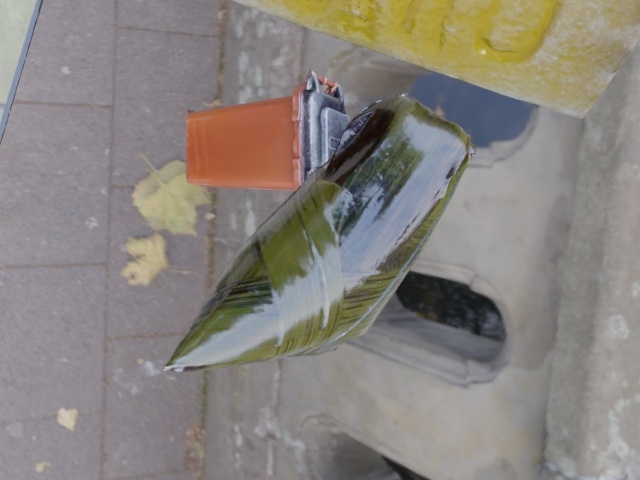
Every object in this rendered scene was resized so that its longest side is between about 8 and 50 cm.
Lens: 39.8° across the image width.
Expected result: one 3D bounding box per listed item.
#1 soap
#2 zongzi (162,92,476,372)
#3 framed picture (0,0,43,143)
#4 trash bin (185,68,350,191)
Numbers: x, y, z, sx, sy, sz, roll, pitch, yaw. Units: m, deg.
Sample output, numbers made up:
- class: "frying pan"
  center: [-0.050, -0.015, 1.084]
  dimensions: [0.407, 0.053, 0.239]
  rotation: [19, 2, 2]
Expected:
- class: "soap"
  center: [0.069, -0.187, 0.553]
  dimensions: [0.274, 0.173, 0.089]
  rotation: [19, 65, 3]
- class: "zongzi"
  center: [0.000, 0.000, 0.795]
  dimensions: [0.286, 0.138, 0.300]
  rotation: [-55, 163, 19]
- class: "framed picture"
  center: [-0.498, -0.255, 1.121]
  dimensions: [0.255, 0.014, 0.339]
  rotation: [6, 118, -41]
- class: "trash bin"
  center: [-0.081, -0.157, 1.355]
  dimensions: [0.161, 0.238, 0.184]
  rotation: [1, 91, -68]
